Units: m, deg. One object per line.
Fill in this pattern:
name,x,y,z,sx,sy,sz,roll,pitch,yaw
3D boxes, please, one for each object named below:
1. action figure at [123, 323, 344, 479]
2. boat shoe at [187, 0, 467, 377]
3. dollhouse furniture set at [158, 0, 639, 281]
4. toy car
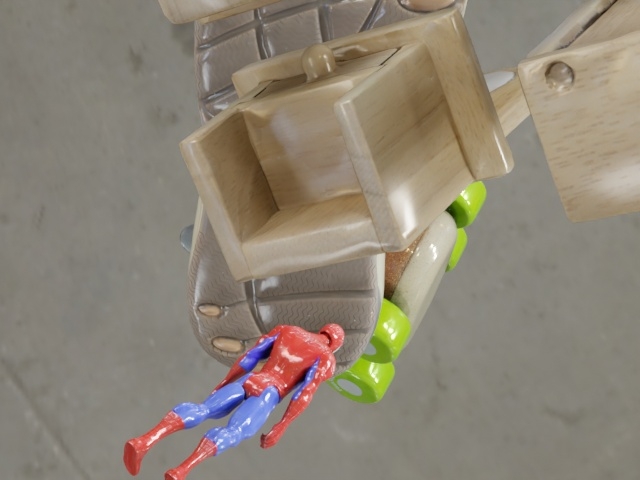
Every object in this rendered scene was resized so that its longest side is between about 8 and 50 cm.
action figure,-0.029,0.066,0.744,0.115,0.038,0.030,-37,144,-35
boat shoe,-0.002,-0.094,0.960,0.132,0.130,0.355,14,123,-3
dollhouse furniture set,0.066,-0.202,0.477,0.303,0.174,0.355,-13,107,32
toy car,0.000,0.000,1.341,0.188,0.155,0.149,27,153,7
